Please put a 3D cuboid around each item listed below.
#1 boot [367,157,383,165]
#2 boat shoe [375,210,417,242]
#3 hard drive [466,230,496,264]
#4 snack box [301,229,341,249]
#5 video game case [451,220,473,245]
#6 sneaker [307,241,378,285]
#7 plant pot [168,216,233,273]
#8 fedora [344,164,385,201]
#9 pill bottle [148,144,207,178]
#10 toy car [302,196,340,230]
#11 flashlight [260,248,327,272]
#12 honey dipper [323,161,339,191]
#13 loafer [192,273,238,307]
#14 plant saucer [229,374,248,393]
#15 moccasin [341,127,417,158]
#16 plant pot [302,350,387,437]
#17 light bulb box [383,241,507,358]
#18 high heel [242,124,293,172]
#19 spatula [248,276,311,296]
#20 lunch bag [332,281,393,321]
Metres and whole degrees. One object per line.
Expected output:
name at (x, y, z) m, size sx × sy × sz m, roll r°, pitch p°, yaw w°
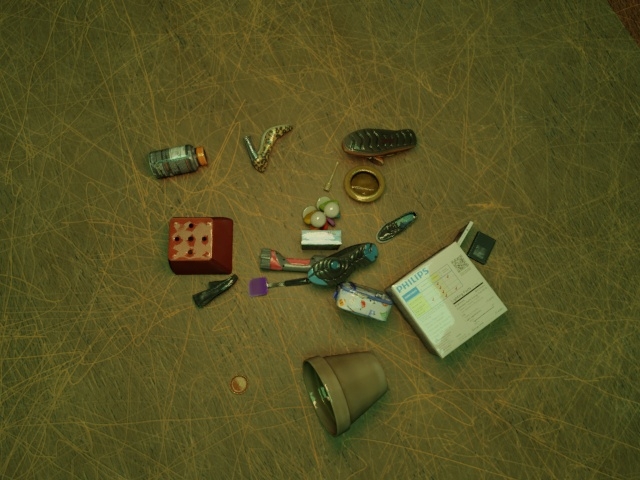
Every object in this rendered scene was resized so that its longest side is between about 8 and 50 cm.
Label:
boot at (0.253, -0.432, 2.004) m, size 0.158 × 0.059 × 0.084 m, roll 36°, pitch 77°, yaw 5°
boat shoe at (0.361, -0.067, 1.938) m, size 0.229 × 0.076 × 0.080 m, roll -30°, pitch 83°, yaw -6°
hard drive at (0.767, 0.035, 1.962) m, size 0.094 × 0.022 × 0.135 m, roll 28°, pitch 81°, yaw 3°
snack box at (0.000, 0.000, 1.849) m, size 0.175 × 0.207 × 0.070 m, roll 0°, pitch 81°, yaw -3°
video game case at (0.640, -0.009, 1.897) m, size 0.019 × 0.157 × 0.143 m, roll 32°, pitch 81°, yaw 8°
sneaker at (0.091, 0.109, 1.841) m, size 0.341 × 0.140 × 0.124 m, roll -20°, pitch 96°, yaw -20°
plant pot at (-0.541, 0.009, 1.816) m, size 0.268 × 0.235 × 0.267 m, roll 0°, pitch 81°, yaw -2°
fedora at (0.209, -0.263, 1.963) m, size 0.195 × 0.079 × 0.194 m, roll -1°, pitch 79°, yaw 4°
pill bottle at (-0.659, -0.374, 1.925) m, size 0.246 × 0.130 × 0.130 m, roll -12°, pitch 82°, yaw -4°
toy car at (0.017, -0.109, 1.913) m, size 0.182 × 0.159 × 0.136 m, roll -36°, pitch 118°, yaw -7°
flashlight at (-0.122, 0.095, 1.890) m, size 0.305 × 0.103 × 0.103 m, roll 2°, pitch 125°, yaw -5°
honey dipper at (0.057, -0.312, 1.993) m, size 0.031 × 0.030 × 0.160 m, roll 22°, pitch 77°, yaw 2°
loafer at (-0.477, 0.215, 1.865) m, size 0.223 × 0.076 × 0.078 m, roll -35°, pitch 91°, yaw -3°
plant saucer at (-0.362, 0.640, 1.833) m, size 0.084 × 0.013 × 0.083 m, roll 0°, pitch 82°, yaw -1°
moccasin at (0.263, -0.452, 1.923) m, size 0.380 × 0.147 × 0.139 m, roll -17°, pitch 86°, yaw -27°
plant pot at (0.114, 0.605, 1.733) m, size 0.281 × 0.323 × 0.322 m, roll -18°, pitch 82°, yaw -22°
light bulb box at (0.536, 0.258, 1.817) m, size 0.358 × 0.225 × 0.361 m, roll -34°, pitch 83°, yaw -6°
high heel at (-0.227, -0.449, 1.994) m, size 0.261 × 0.093 × 0.186 m, roll -25°, pitch 105°, yaw -18°
spatula at (-0.187, 0.200, 1.900) m, size 0.297 × 0.030 × 0.084 m, roll -7°, pitch 79°, yaw -3°
lunch bag at (0.173, 0.251, 1.767) m, size 0.244 × 0.303 × 0.114 m, roll 19°, pitch 89°, yaw 0°
